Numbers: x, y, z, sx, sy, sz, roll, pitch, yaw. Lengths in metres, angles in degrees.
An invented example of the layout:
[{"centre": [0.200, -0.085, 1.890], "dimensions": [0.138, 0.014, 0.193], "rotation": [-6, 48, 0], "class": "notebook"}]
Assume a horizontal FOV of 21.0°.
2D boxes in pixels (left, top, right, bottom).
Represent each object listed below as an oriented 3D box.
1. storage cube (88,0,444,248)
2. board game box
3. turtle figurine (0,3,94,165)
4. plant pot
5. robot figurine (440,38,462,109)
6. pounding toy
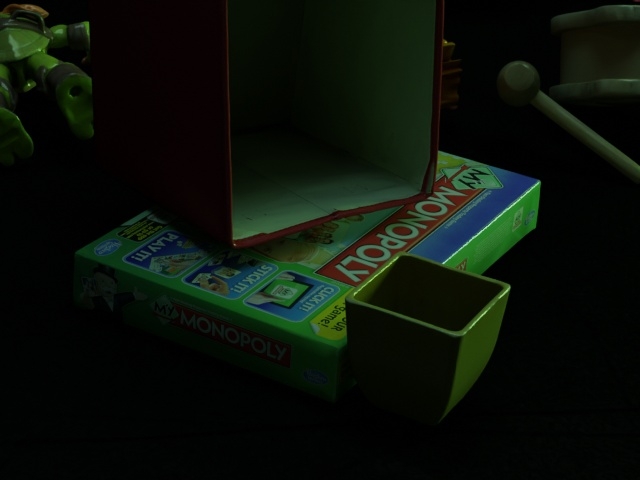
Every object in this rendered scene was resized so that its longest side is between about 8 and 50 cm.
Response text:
[{"centre": [-0.042, -0.129, 1.242], "dimensions": [0.183, 0.215, 0.193], "rotation": [-15, 27, -32], "class": "storage cube"}, {"centre": [0.000, 0.000, 1.272], "dimensions": [0.213, 0.046, 0.317], "rotation": [17, 30, 25], "class": "board game box"}, {"centre": [-0.247, -0.153, 1.475], "dimensions": [0.269, 0.087, 0.217], "rotation": [-10, 31, -18], "class": "turtle figurine"}, {"centre": [0.065, 0.068, 1.105], "dimensions": [0.081, 0.083, 0.081], "rotation": [18, 30, 23], "class": "plant pot"}, {"centre": [-0.020, -0.179, 1.573], "dimensions": [0.211, 0.085, 0.291], "rotation": [-17, 34, -37], "class": "robot figurine"}, {"centre": [0.281, -0.124, 1.521], "dimensions": [0.269, 0.155, 0.154], "rotation": [2, 0, -3], "class": "pounding toy"}]
